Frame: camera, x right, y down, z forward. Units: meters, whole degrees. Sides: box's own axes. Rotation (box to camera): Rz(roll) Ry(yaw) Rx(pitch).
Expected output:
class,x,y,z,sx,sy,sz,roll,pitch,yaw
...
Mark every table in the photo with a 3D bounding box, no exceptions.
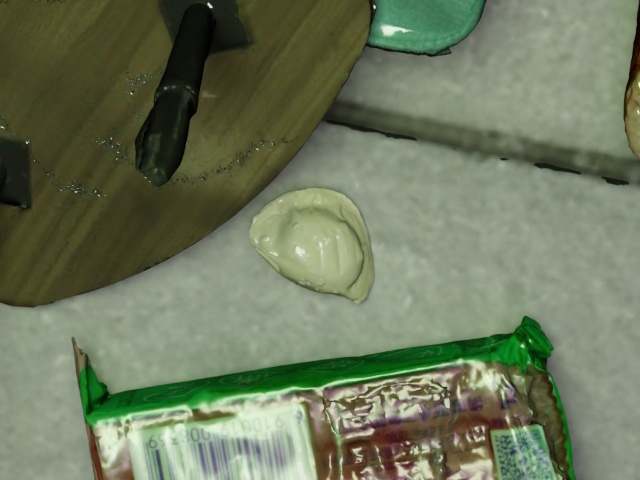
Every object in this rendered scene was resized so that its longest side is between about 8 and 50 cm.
class,x,y,z,sx,sy,sz,roll,pitch,yaw
table,-0.182,-0.065,0.798,0.317,0.249,0.317,6,119,11

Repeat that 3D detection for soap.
class,x,y,z,sx,sy,sz,roll,pitch,yaw
soap,0.006,0.143,0.957,0.273,0.098,0.218,-10,96,1

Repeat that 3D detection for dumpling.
class,x,y,z,sx,sy,sz,roll,pitch,yaw
dumpling,0.000,-0.001,0.971,0.077,0.043,0.059,26,74,1

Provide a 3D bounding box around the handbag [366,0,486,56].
class,x,y,z,sx,sy,sz,roll,pitch,yaw
handbag,-0.013,-0.248,0.859,0.268,0.100,0.274,12,120,9

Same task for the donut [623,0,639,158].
class,x,y,z,sx,sy,sz,roll,pitch,yaw
donut,0.232,-0.122,0.926,0.126,0.144,0.187,6,127,6
